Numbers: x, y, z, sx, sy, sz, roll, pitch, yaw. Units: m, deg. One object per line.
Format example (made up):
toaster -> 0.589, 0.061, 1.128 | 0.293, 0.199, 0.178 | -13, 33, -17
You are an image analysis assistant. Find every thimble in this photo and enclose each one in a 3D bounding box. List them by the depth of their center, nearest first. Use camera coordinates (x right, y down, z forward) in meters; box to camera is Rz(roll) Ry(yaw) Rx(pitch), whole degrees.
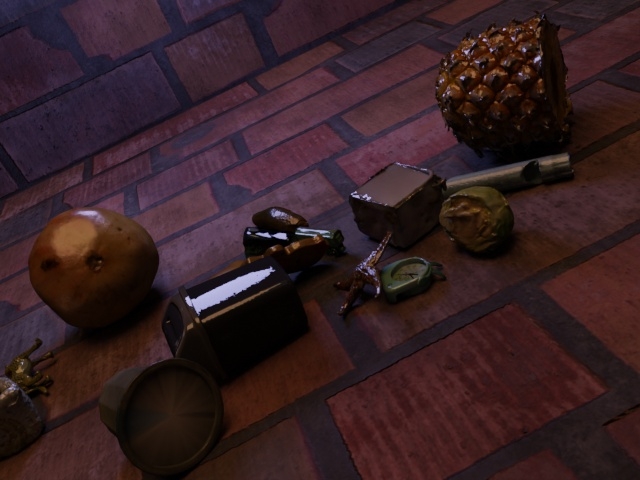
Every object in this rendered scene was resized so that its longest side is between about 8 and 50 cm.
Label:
thimble -> -0.721, 0.396, 1.555 | 0.190, 0.143, 0.137 | -19, 29, 11

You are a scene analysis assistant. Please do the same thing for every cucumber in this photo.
cucumber -> -0.140, 0.006, 1.826 | 0.193, 0.085, 0.115 | 6, 40, 35

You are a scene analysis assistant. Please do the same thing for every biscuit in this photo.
biscuit -> -0.083, 0.054, 1.651 | 0.225, 0.166, 0.036 | -18, 63, -15

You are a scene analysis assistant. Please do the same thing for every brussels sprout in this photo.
brussels sprout -> 0.343, -0.054, 1.487 | 0.151, 0.149, 0.122 | 39, 42, 17

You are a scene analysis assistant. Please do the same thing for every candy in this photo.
candy -> 0.190, -0.090, 1.664 | 0.185, 0.137, 0.195 | -38, 33, -23

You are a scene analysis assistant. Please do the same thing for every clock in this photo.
clock -> 0.197, 0.077, 1.481 | 0.135, 0.041, 0.101 | -19, 28, 10

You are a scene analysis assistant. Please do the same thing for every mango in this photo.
mango -> -0.225, 0.109, 1.715 | 0.102, 0.085, 0.184 | -10, 21, 33

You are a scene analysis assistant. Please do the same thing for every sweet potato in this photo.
sweet potato -> -0.130, -0.059, 1.928 | 0.077, 0.077, 0.244 | -41, 34, -27

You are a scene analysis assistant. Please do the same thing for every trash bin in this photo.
trash bin -> -0.192, 0.166, 1.498 | 0.290, 0.182, 0.209 | -26, 27, -13

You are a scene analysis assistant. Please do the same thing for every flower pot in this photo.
flower pot -> -0.321, 0.329, 1.338 | 0.212, 0.212, 0.202 | -43, 18, -30

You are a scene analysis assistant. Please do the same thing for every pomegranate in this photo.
pomegranate -> -0.605, 0.078, 1.853 | 0.342, 0.342, 0.342 | -19, 29, 11

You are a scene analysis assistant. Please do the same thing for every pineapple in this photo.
pineapple -> 0.461, -0.374, 1.737 | 0.300, 0.352, 0.352 | -13, 30, 35

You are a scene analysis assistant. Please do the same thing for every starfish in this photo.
starfish -> 0.099, 0.071, 1.498 | 0.213, 0.057, 0.238 | -54, 10, 1

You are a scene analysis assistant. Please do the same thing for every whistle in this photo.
whistle -> 0.438, -0.149, 1.649 | 0.312, 0.062, 0.062 | -11, 32, 24

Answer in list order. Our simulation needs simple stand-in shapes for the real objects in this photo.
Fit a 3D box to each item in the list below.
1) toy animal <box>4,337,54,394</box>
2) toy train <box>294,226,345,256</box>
toy animal -> -0.746, 0.348, 1.749 | 0.136, 0.073, 0.181 | -33, 41, 2
toy train -> 0.000, 0.000, 1.729 | 0.148, 0.071, 0.038 | 5, 41, 43
